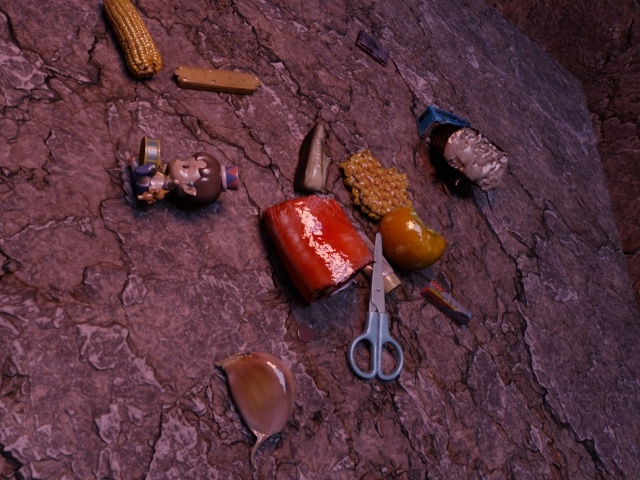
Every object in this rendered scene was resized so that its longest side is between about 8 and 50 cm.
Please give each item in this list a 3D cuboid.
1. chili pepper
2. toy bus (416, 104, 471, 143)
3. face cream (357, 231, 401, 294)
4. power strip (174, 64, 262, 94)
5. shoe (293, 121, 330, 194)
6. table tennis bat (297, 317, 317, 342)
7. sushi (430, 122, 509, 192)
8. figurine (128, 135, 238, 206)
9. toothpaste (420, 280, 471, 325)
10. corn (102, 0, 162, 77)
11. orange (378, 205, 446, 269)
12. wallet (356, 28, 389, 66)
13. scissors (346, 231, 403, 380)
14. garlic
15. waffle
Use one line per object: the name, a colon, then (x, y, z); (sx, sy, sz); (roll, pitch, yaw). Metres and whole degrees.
chili pepper: (0.000, 0.000, 1.435); (0.252, 0.229, 0.305); (-22, 80, -25)
toy bus: (0.535, -0.477, 2.178); (0.247, 0.113, 0.134); (11, 53, -30)
face cream: (0.164, 0.068, 1.632); (0.114, 0.070, 0.224); (-22, 71, -42)
power strip: (-0.319, -0.502, 1.607); (0.306, 0.044, 0.064); (-7, 69, -37)
shoe: (-0.016, -0.268, 1.662); (0.098, 0.103, 0.274); (24, 59, -25)
table tennis bat: (-0.033, 0.246, 1.414); (0.050, 0.007, 0.083); (46, 49, -5)
sushi: (0.578, -0.324, 2.056); (0.349, 0.207, 0.234); (32, 94, -28)
figurine: (-0.346, -0.168, 1.315); (0.276, 0.158, 0.161); (5, 23, -33)
toothpaste: (0.434, 0.211, 1.737); (0.193, 0.070, 0.044); (39, 50, -12)
corn: (-0.544, -0.590, 1.460); (0.101, 0.101, 0.291); (-19, 74, -42)
orange: (0.295, 0.006, 1.675); (0.237, 0.179, 0.158); (43, 52, -18)
wallet: (0.228, -0.835, 2.212); (0.166, 0.030, 0.111); (31, 46, -21)
scissors: (0.169, 0.186, 1.528); (0.193, 0.029, 0.446); (13, 69, -27)
garlic: (-0.125, 0.384, 1.214); (0.266, 0.149, 0.128); (69, 12, 20)
waffle: (0.203, -0.193, 1.807); (0.301, 0.058, 0.281); (7, 63, -35)
